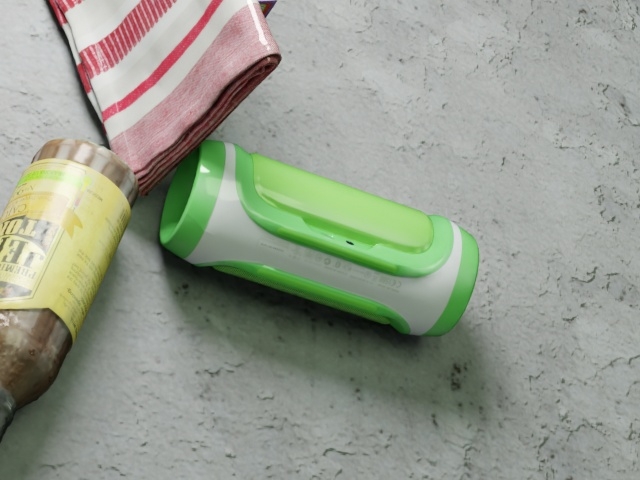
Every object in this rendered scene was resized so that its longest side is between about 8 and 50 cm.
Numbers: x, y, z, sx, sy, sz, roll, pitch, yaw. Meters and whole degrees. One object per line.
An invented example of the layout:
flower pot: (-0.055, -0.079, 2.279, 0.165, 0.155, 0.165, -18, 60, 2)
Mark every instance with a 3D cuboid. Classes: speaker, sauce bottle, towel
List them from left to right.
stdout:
sauce bottle: (-0.264, 0.063, 1.679, 0.111, 0.111, 0.344, 27, 52, -11)
towel: (-0.168, -0.238, 1.816, 0.037, 0.237, 0.329, 2, 56, -45)
speaker: (0.000, 0.000, 1.844, 0.296, 0.131, 0.131, 19, 56, -17)

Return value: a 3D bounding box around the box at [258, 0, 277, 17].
box: (-0.144, -0.307, 1.898, 0.057, 0.201, 0.293, -6, 66, -29)
